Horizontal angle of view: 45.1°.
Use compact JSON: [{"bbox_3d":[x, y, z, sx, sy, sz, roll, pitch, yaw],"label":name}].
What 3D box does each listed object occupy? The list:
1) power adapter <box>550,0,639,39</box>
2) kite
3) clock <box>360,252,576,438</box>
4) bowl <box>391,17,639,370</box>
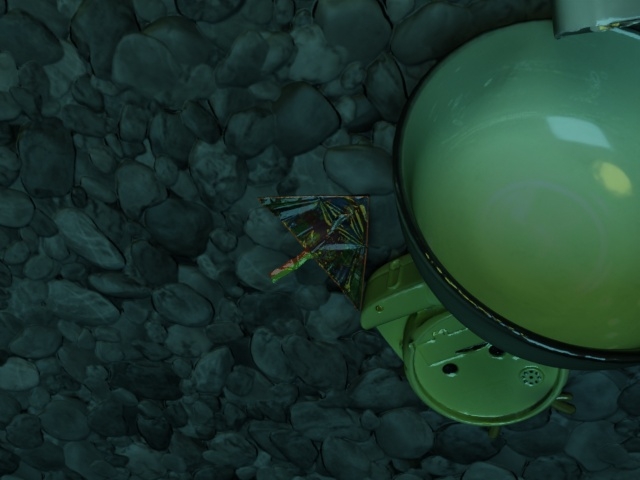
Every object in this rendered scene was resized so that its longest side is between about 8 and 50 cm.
[{"bbox_3d":[0.282,-0.313,0.653,0.187,0.124,0.255,-7,99,13],"label":"power adapter"},{"bbox_3d":[0.000,0.000,0.944,0.159,0.010,0.190,-45,79,8],"label":"kite"},{"bbox_3d":[0.211,0.137,0.972,0.235,0.096,0.308,-24,115,22],"label":"clock"},{"bbox_3d":[0.239,-0.025,0.765,0.354,0.354,0.185,10,156,4],"label":"bowl"}]
